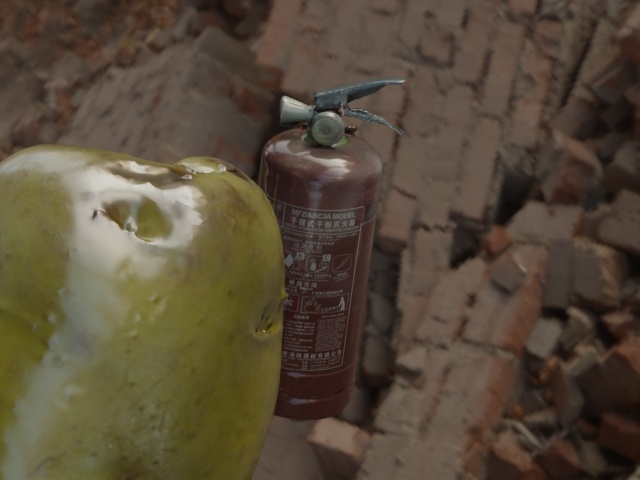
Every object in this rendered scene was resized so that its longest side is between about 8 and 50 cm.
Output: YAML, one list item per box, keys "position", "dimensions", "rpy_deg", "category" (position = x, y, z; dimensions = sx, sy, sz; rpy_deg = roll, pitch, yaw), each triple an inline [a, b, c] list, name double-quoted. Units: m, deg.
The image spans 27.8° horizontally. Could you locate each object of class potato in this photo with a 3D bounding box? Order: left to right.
- position: [-0.092, 0.057, 0.546]
  dimensions: [0.137, 0.155, 0.200]
  rpy_deg: [-126, 49, -74]
  category: "potato"

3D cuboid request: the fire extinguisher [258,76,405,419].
- position: [0.000, 0.000, 0.985]
  dimensions: [0.105, 0.105, 0.269]
  rpy_deg: [38, 129, 50]
  category: "fire extinguisher"
